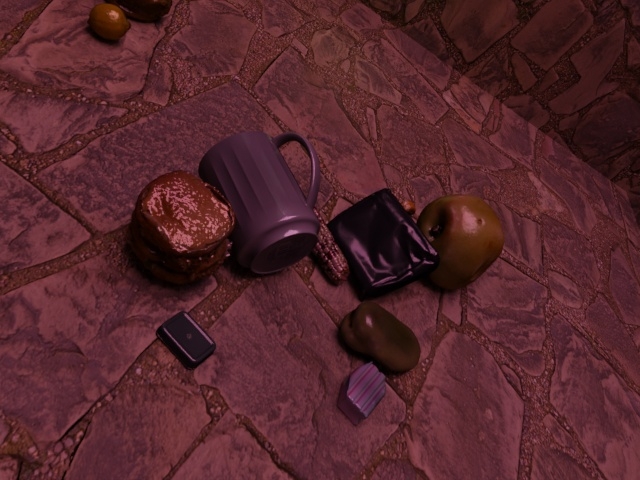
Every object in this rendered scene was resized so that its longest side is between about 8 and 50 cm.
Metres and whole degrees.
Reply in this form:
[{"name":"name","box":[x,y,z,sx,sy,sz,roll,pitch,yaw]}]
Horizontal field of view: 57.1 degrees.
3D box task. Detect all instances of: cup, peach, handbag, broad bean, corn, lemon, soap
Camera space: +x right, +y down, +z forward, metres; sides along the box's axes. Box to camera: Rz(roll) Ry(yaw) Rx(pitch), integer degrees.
[{"name":"cup","box":[-0.128,-0.119,1.572,0.326,0.323,0.237,61,13,23]},{"name":"peach","box":[0.458,-0.005,1.972,0.316,0.314,0.281,0,38,-45]},{"name":"handbag","box":[0.182,0.027,1.830,0.301,0.275,0.178,57,-3,23]},{"name":"broad bean","box":[0.169,0.265,1.625,0.263,0.121,0.189,37,30,-28]},{"name":"corn","box":[0.000,0.000,1.744,0.092,0.092,0.280,-14,64,-46]},{"name":"lemon","box":[-0.665,-0.689,1.854,0.133,0.109,0.109,4,48,-15]},{"name":"soap","box":[0.105,0.379,1.488,0.100,0.056,0.149,47,39,6]}]

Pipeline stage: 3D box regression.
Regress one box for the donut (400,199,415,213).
[{"name":"donut","box":[0.319,-0.113,2.168,0.038,0.067,0.083,57,9,30]}]

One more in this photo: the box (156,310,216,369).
[{"name":"box","box":[-0.300,0.222,1.327,0.126,0.031,0.091,47,39,6]}]

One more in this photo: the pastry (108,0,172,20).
[{"name":"pastry","box":[-0.627,-0.877,2.050,0.240,0.132,0.235,43,39,2]}]

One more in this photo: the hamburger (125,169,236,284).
[{"name":"hamburger","box":[-0.323,-0.017,1.399,0.261,0.211,0.245,10,52,-29]}]
